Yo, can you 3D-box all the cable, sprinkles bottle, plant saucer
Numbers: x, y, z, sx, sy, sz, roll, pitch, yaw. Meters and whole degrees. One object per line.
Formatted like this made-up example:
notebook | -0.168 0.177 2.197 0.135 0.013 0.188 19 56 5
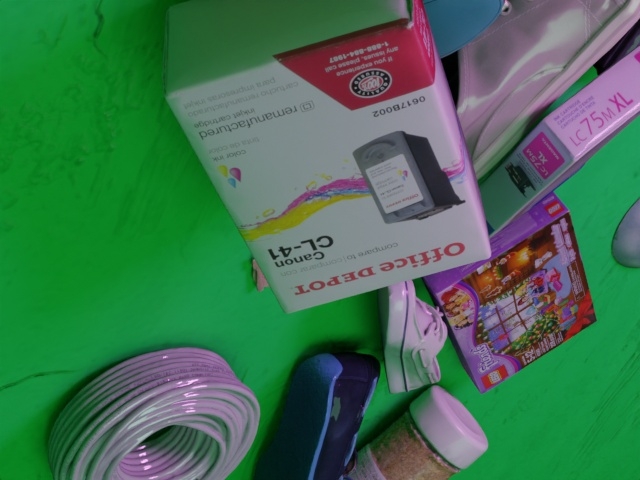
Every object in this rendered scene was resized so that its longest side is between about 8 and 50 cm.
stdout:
cable | -0.199 0.239 1.519 0.257 0.089 0.257 -20 140 -18
sprinkles bottle | 0.075 0.365 1.829 0.355 0.121 0.121 -43 142 12
plant saucer | 0.506 -0.022 1.795 0.194 0.037 0.195 -21 141 -18

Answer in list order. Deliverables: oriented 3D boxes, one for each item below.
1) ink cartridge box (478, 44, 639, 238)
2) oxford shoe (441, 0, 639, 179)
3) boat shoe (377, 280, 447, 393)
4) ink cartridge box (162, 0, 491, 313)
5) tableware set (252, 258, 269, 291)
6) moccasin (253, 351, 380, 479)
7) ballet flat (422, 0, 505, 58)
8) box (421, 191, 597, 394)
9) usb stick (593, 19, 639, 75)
ink cartridge box | 0.267 -0.101 1.411 0.185 0.065 0.311 -36 171 -22
oxford shoe | 0.209 -0.240 1.249 0.130 0.169 0.449 23 119 -32
boat shoe | 0.118 0.111 1.600 0.084 0.095 0.258 -7 151 1
ink cartridge box | 0.014 -0.094 1.160 0.226 0.131 0.306 -16 134 11
tableware set | 0.000 0.000 1.460 0.168 0.020 0.141 -10 137 -29
moccasin | 0.005 0.294 1.690 0.116 0.138 0.342 -9 137 -35
ballet flat | 0.062 -0.199 1.225 0.247 0.087 0.083 -32 132 19
box | 0.259 0.074 1.699 0.201 0.057 0.293 -32 143 -1
usb stick | 0.409 -0.293 1.420 0.077 0.045 0.278 10 124 -42
